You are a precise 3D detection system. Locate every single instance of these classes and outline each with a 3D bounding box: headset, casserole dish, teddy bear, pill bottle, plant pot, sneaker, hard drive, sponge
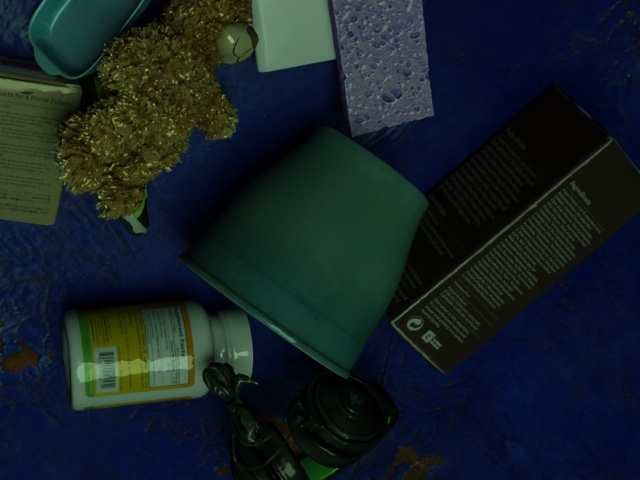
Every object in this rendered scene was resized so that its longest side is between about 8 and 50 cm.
[{"bbox_3d":[-0.039,0.263,1.910,0.243,0.185,0.394,-38,160,10],"label":"headset"},{"bbox_3d":[-0.270,-0.276,1.630,0.188,0.114,0.037,-50,159,11],"label":"casserole dish"},{"bbox_3d":[-0.184,-0.173,1.631,0.338,0.113,0.245,-44,138,-19],"label":"teddy bear"},{"bbox_3d":[-0.222,0.152,1.850,0.246,0.136,0.136,-4,119,-15],"label":"pill bottle"},{"bbox_3d":[0.000,0.000,1.774,0.272,0.272,0.255,37,88,-30],"label":"plant pot"},{"bbox_3d":[-0.236,-0.113,1.733,0.097,0.084,0.234,-18,122,-10],"label":"sneaker"},{"bbox_3d":[0.000,-0.374,1.688,0.203,0.040,0.307,-12,121,-11],"label":"hard drive"},{"bbox_3d":[0.077,-0.245,1.739,0.117,0.031,0.210,-14,121,-9],"label":"sponge"}]

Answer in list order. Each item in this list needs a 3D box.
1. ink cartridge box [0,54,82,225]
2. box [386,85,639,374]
[{"bbox_3d":[-0.427,-0.132,1.661,0.235,0.088,0.193,8,113,-20],"label":"ink cartridge box"},{"bbox_3d":[0.248,-0.017,1.873,0.381,0.191,0.143,-42,121,9],"label":"box"}]
